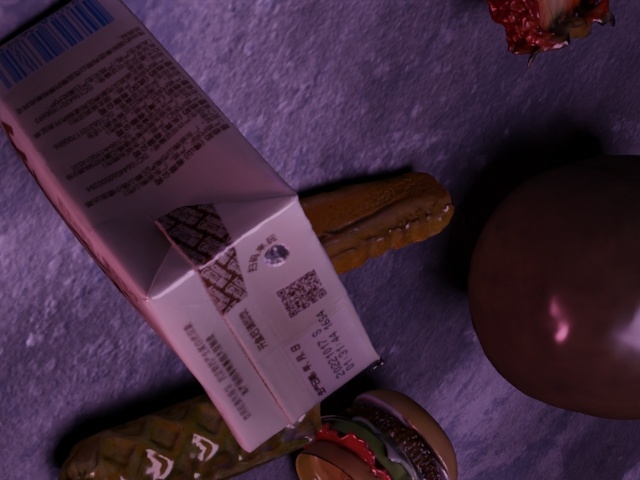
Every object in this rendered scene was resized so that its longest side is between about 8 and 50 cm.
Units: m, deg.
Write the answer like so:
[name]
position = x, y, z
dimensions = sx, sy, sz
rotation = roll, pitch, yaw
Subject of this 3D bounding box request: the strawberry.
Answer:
[strawberry]
position = 0.193, -0.273, 1.367
dimensions = 0.167, 0.087, 0.208
rotation = -30, 115, -50

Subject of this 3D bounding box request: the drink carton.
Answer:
[drink carton]
position = -0.112, -0.025, 1.092
dimensions = 0.132, 0.324, 0.194
rotation = -36, 137, -8

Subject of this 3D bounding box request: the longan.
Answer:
[longan]
position = 0.304, 0.045, 1.554
dimensions = 0.297, 0.297, 0.297
rotation = -24, 135, -26

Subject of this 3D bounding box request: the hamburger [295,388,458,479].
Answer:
[hamburger]
position = 0.067, 0.238, 1.603
dimensions = 0.137, 0.175, 0.175
rotation = -40, 141, -28

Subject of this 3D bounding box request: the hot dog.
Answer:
[hot dog]
position = 0.001, 0.001, 1.409
dimensions = 0.289, 0.083, 0.068
rotation = -18, 151, -31

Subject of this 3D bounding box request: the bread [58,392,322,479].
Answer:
[bread]
position = -0.126, 0.197, 1.442
dimensions = 0.269, 0.098, 0.087
rotation = -17, 90, -32
